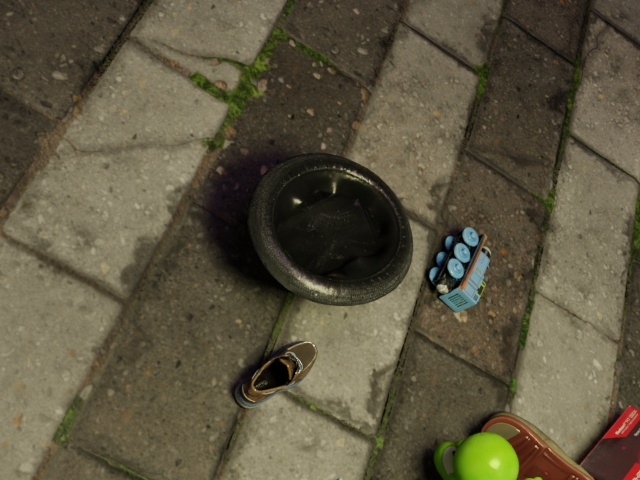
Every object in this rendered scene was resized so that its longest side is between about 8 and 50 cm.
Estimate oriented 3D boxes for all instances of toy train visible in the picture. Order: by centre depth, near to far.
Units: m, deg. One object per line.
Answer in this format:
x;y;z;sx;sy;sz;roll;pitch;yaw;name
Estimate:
0.292;0.055;1.863;0.105;0.080;0.184;44;49;-14;toy train

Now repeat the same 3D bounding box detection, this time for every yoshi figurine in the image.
0.294;0.469;1.501;0.203;0.203;0.362;31;28;-49;yoshi figurine

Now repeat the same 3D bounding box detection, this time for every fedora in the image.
0.000;0.000;1.669;0.334;0.152;0.334;14;58;-24;fedora

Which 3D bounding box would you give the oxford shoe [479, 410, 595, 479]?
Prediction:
0.447;0.445;1.695;0.348;0.123;0.130;48;18;7;oxford shoe

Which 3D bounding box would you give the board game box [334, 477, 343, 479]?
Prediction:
0.060;0.528;1.423;0.275;0.142;0.144;45;53;-2;board game box

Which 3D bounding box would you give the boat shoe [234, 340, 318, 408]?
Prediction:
-0.062;0.225;1.565;0.183;0.066;0.066;-36;86;-38;boat shoe

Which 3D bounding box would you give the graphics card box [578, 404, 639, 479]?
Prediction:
0.692;0.482;1.724;0.370;0.094;0.232;27;42;33;graphics card box
